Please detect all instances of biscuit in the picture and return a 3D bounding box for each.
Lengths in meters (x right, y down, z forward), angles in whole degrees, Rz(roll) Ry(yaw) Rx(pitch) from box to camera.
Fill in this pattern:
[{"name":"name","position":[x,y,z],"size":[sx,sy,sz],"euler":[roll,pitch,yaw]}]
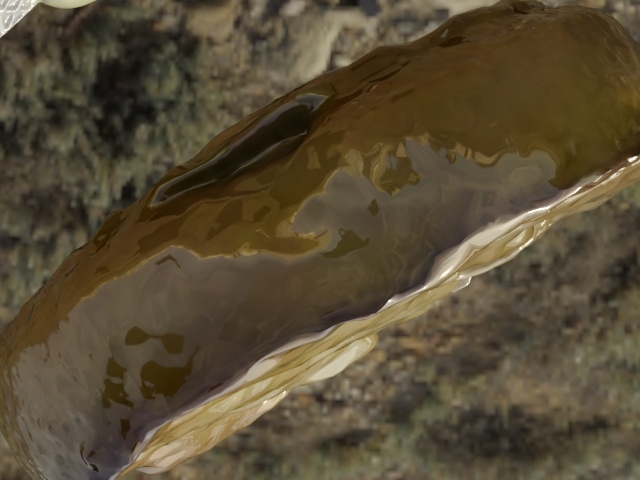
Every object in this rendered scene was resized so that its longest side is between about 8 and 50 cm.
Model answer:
[{"name":"biscuit","position":[0.000,0.000,0.620],"size":[0.296,0.102,0.296],"euler":[-29,175,-3]}]

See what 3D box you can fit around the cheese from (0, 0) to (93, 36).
[{"name":"cheese","position":[-0.148,-0.164,0.872],"size":[0.054,0.251,0.127],"euler":[34,156,17]}]
